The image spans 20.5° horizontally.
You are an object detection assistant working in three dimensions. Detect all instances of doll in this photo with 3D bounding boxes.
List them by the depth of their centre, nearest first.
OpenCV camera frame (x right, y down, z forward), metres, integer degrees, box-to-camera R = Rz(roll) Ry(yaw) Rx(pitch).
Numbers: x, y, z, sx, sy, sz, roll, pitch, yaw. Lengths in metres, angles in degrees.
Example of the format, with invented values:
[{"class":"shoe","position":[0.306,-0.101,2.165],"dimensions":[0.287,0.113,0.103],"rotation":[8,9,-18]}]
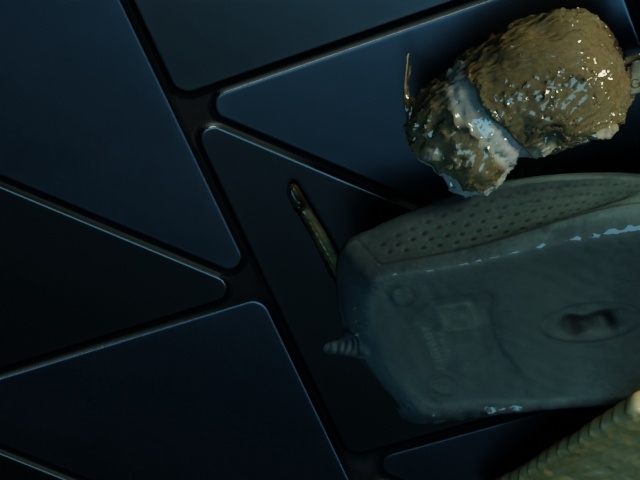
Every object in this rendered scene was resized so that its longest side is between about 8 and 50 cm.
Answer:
[{"class":"doll","position":[0.164,-0.107,1.279],"dimensions":[0.221,0.105,0.115],"rotation":[-17,108,18]}]

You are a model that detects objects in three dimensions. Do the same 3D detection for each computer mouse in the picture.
[{"class":"computer mouse","position":[0.179,0.036,1.344],"dimensions":[0.371,0.122,0.188],"rotation":[-11,124,16]}]

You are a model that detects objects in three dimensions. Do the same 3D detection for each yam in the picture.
[{"class":"yam","position":[0.000,0.000,1.408],"dimensions":[0.014,0.014,0.107],"rotation":[-22,113,17]}]

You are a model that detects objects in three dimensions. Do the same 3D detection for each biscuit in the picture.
[{"class":"biscuit","position":[0.248,0.193,1.409],"dimensions":[0.160,0.030,0.250],"rotation":[25,145,-14]}]
